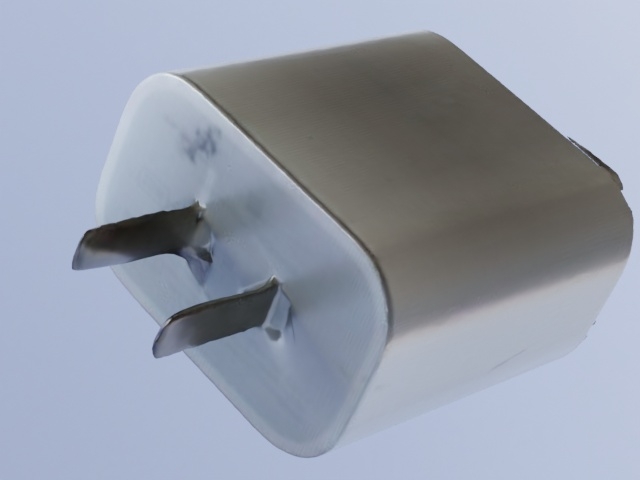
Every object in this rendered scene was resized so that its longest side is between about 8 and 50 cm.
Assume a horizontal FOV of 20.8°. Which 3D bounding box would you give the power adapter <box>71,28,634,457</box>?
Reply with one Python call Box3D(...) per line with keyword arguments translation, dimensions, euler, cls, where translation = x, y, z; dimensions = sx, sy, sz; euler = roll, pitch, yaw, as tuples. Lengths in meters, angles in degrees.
Box3D(translation=(0.000, 0.000, 0.832), dimensions=(0.255, 0.124, 0.187), euler=(-17, -130, -44), cls="power adapter")
